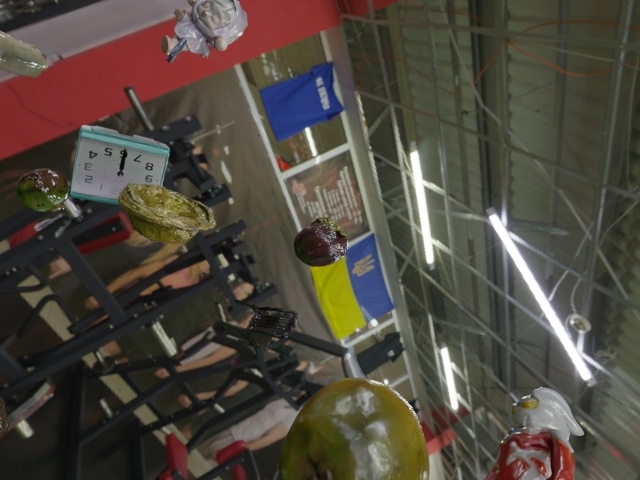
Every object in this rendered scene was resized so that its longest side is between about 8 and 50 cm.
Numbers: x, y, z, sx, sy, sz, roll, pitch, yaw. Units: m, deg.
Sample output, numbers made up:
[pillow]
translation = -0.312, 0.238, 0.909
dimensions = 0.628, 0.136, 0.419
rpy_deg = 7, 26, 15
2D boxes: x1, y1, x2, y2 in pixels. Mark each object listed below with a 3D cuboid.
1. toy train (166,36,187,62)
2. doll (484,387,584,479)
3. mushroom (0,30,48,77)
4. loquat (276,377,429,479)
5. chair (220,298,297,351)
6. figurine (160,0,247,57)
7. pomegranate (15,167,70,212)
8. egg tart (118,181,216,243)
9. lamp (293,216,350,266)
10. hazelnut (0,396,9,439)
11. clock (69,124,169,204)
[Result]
[toy train]
translation = -0.353, -0.467, 1.055
dimensions = 0.017, 0.083, 0.017
rpy_deg = 33, -33, -21
[doll]
translation = 0.291, 0.344, 0.618
dimensions = 0.099, 0.384, 0.188
rpy_deg = 47, -50, 14
[mushroom]
translation = -0.556, -0.326, 0.754
dimensions = 0.071, 0.084, 0.209
rpy_deg = 28, 10, 1
[loquat]
translation = 0.061, 0.308, 0.617
dimensions = 0.246, 0.213, 0.213
rpy_deg = 20, 28, -50
[chair]
translation = -0.125, 0.212, 1.031
dimensions = 0.213, 0.084, 0.101
rpy_deg = 5, -38, 35
[figurine]
translation = -0.345, -0.626, 1.274
dimensions = 0.200, 0.276, 0.133
rpy_deg = 60, -3, 7
[pomegranate]
translation = -0.759, -0.137, 1.179
dimensions = 0.130, 0.130, 0.130
rpy_deg = 59, -12, 20
[egg tart]
translation = -0.461, -0.076, 1.293
dimensions = 0.288, 0.289, 0.118
rpy_deg = 47, -61, 54
[lamp]
translation = 0.000, 0.002, 1.230
dimensions = 0.156, 0.158, 0.134
rpy_deg = 92, -13, -64
[hazelnut]
translation = -1.132, 0.602, 1.377
dimensions = 0.234, 0.218, 0.217
rpy_deg = 1, -61, 57
[clock]
translation = -0.649, -0.236, 1.395
dimensions = 0.116, 0.263, 0.231
rpy_deg = 49, -56, 53
